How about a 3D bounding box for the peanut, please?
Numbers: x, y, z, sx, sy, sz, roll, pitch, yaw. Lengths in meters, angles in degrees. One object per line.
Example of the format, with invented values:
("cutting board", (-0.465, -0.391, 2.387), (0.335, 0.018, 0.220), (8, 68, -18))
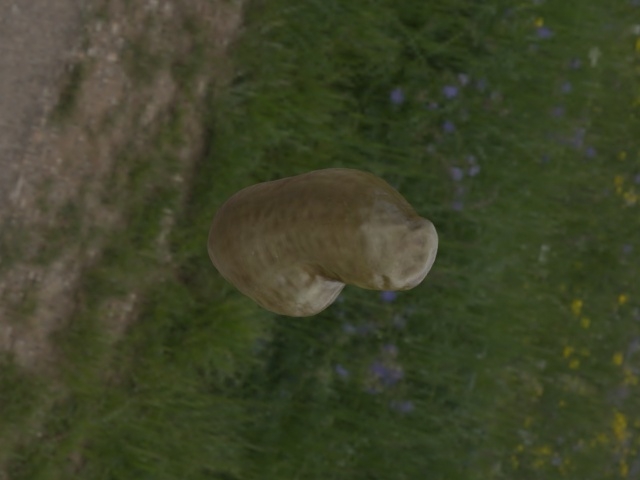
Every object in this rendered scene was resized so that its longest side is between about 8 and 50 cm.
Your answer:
("peanut", (0.000, 0.000, 1.194), (0.122, 0.253, 0.137), (-16, 92, -49))
